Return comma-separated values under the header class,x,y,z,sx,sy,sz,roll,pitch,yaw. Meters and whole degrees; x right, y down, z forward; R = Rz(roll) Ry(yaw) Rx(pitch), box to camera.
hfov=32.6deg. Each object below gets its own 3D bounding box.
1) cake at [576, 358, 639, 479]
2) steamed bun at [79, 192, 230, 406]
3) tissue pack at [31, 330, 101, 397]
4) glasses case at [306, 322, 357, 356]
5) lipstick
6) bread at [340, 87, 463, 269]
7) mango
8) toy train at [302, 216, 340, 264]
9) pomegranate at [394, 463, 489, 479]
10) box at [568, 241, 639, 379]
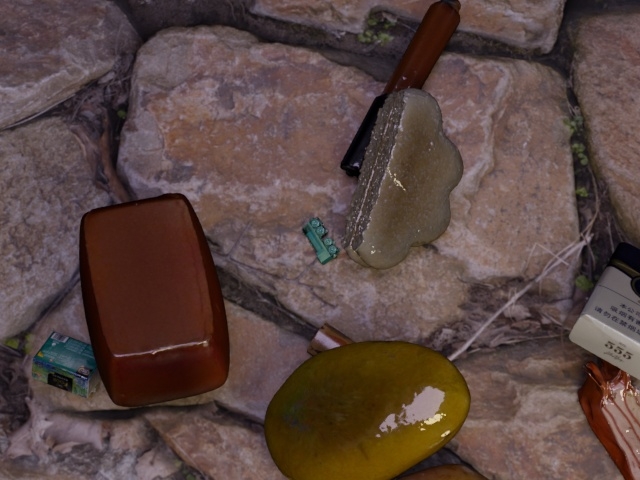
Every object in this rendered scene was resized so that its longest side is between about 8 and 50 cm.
class,x,y,z,sx,sy,sz,roll,pitch,yaw
cake,0.529,0.325,1.869,0.098,0.135,0.287,-30,92,-12
steamed bun,-0.286,0.114,1.887,0.235,0.248,0.379,-11,56,-12
tissue pack,-0.447,0.229,1.955,0.111,0.079,0.085,18,38,7
glasses case,0.062,0.217,1.947,0.170,0.041,0.065,33,77,12
lipstick,0.161,-0.296,2.096,0.077,0.077,0.418,26,73,11
bread,0.163,-0.100,1.986,0.183,0.102,0.337,20,80,-19
mango,0.075,0.287,1.805,0.365,0.182,0.253,-20,58,28
toy train,0.000,0.000,2.031,0.045,0.029,0.092,-36,69,8
pomegranate,0.194,0.473,1.733,0.252,0.270,0.229,-9,75,-9
box,0.543,0.119,1.872,0.168,0.071,0.259,29,41,12
